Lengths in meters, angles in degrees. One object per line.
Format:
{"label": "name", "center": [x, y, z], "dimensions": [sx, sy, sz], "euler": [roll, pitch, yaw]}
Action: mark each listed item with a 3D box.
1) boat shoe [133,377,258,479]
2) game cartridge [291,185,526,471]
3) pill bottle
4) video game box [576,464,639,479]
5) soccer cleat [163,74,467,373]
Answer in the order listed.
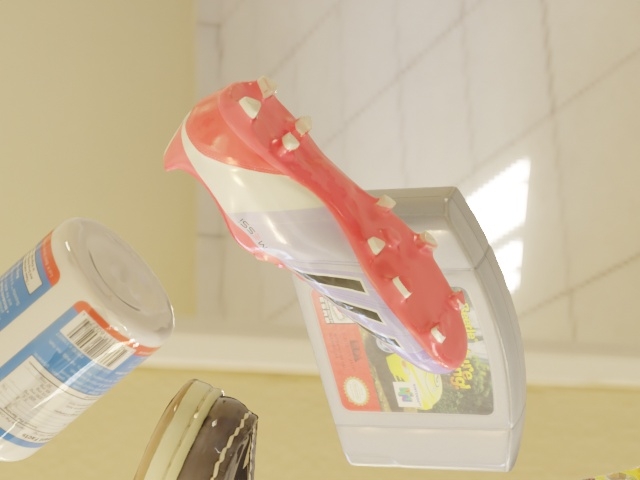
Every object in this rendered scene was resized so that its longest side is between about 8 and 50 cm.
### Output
{"label": "boat shoe", "center": [-0.044, 0.196, 0.727], "dimensions": [0.103, 0.092, 0.285], "euler": [-49, -30, -65]}
{"label": "game cartridge", "center": [0.086, 0.089, 1.520], "dimensions": [0.060, 0.196, 0.294], "euler": [-58, -42, -54]}
{"label": "pill bottle", "center": [-0.232, 0.093, 1.280], "dimensions": [0.221, 0.124, 0.124], "euler": [-39, 39, 16]}
{"label": "video game box", "center": [0.320, 0.380, 1.925], "dimensions": [0.048, 0.187, 0.205], "euler": [86, 172, -62]}
{"label": "soccer cleat", "center": [0.000, 0.000, 1.107], "dimensions": [0.095, 0.248, 0.083], "euler": [-37, 9, 33]}
